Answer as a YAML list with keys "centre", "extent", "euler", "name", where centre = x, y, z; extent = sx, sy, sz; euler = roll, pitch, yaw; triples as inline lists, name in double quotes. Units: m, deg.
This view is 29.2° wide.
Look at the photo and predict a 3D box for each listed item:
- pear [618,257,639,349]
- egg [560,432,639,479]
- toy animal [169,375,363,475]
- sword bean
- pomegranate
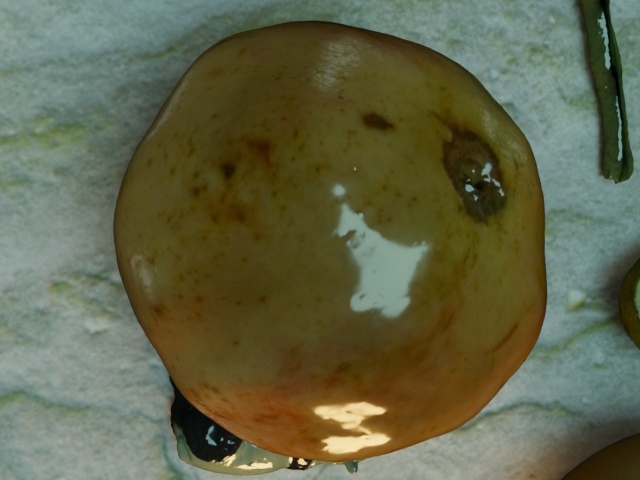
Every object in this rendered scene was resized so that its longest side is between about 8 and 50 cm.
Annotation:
- centre: [0.399, 0.076, 1.403]
  extent: [0.141, 0.104, 0.141]
  euler: [3, 77, -11]
  name: "pear"
- centre: [0.387, 0.351, 1.353]
  extent: [0.351, 0.282, 0.282]
  euler: [-13, 104, -10]
  name: "egg"
- centre: [-0.045, 0.188, 1.279]
  extent: [0.225, 0.094, 0.121]
  euler: [5, 100, -21]
  name: "toy animal"
- centre: [0.313, -0.193, 1.357]
  extent: [0.043, 0.038, 0.269]
  euler: [-19, 107, -20]
  name: "sword bean"
- centre: [0.000, 0.000, 1.124]
  extent: [0.412, 0.411, 0.411]
  euler: [-3, 101, -18]
  name: "pomegranate"
